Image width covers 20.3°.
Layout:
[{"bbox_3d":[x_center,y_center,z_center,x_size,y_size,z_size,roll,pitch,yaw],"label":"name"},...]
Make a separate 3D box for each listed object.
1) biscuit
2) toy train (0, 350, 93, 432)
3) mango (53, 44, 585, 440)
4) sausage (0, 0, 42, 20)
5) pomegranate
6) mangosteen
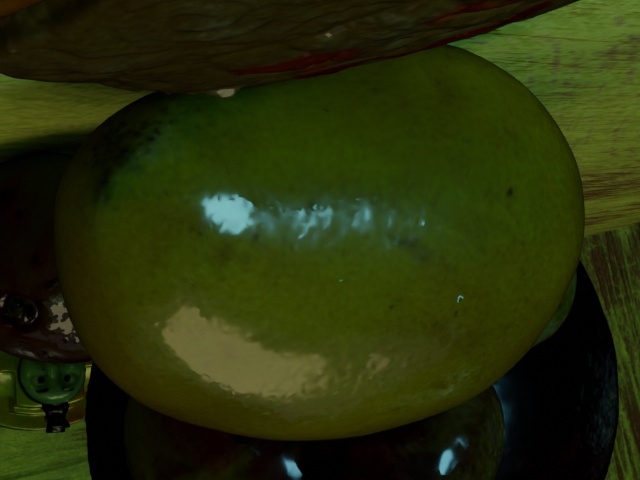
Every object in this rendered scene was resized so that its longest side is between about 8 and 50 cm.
[{"bbox_3d":[0.021,-0.104,0.694,0.273,0.049,0.257,-17,173,29],"label":"biscuit"},{"bbox_3d":[-0.235,0.085,1.501,0.100,0.161,0.296,-5,173,-13],"label":"toy train"},{"bbox_3d":[0.000,0.000,0.908,0.317,0.211,0.173,-2,-149,-41],"label":"mango"},{"bbox_3d":[-0.103,-0.083,0.390,0.179,0.089,0.089,-15,175,1],"label":"sausage"},{"bbox_3d":[-0.163,-0.001,1.062,0.129,0.129,0.159,-12,-142,-13],"label":"pomegranate"},{"bbox_3d":[0.017,0.089,1.229,0.382,0.382,0.435,-13,149,1],"label":"mangosteen"}]
